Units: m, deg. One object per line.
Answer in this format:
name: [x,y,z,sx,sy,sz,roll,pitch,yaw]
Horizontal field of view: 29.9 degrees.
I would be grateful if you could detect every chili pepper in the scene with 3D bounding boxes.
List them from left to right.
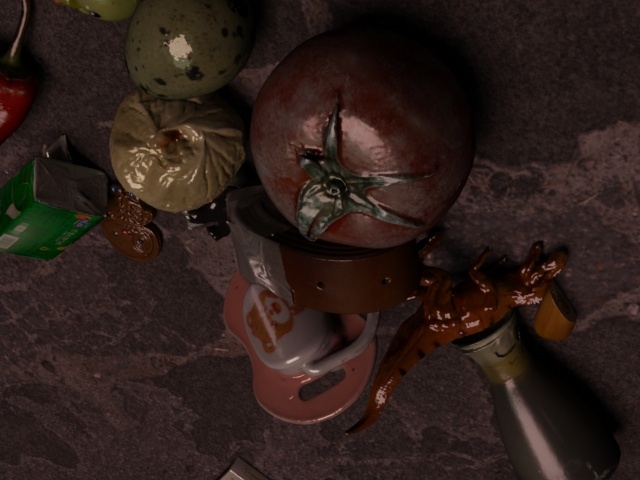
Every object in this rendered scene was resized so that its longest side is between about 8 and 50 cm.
chili pepper: [-0.550,-0.258,2.040,0.134,0.131,0.338,37,135,-16]

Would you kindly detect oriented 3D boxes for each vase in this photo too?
vase: [0.341,0.258,1.941,0.173,0.173,0.321,-20,108,40]

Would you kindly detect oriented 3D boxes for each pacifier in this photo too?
pacifier: [-0.027,0.150,2.007,0.273,0.220,0.332,106,143,-56]

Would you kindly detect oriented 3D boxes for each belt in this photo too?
belt: [0.000,0.000,1.864,0.339,0.217,0.122,20,136,37]

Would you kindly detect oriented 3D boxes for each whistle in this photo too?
whistle: [-0.369,-0.395,1.814,0.294,0.141,0.141,1,127,31]

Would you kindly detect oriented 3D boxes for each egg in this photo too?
egg: [-0.199,-0.295,1.762,0.228,0.177,0.177,-31,107,38]

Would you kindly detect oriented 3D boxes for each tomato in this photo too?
tomato: [0.056,-0.142,1.670,0.317,0.282,0.316,14,133,16]

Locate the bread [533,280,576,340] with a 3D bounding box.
bread: [0.371,0.114,1.869,0.062,0.049,0.103,24,137,11]

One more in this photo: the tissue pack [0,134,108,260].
tissue pack: [-0.499,-0.078,2.166,0.148,0.156,0.209,16,146,-35]

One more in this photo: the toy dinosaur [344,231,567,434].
toy dinosaur: [0.177,0.107,1.877,0.432,0.208,0.097,-37,150,10]

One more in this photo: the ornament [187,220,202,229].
ornament: [-0.211,-0.068,2.065,0.068,0.041,0.092,-5,114,27]

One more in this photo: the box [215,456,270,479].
box: [-0.174,0.533,2.549,0.100,0.048,0.152,39,138,-1]

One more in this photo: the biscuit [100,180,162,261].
biscuit: [-0.349,-0.031,2.186,0.124,0.026,0.175,15,133,19]

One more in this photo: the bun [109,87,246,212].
bun: [-0.227,-0.155,1.865,0.220,0.220,0.134,37,173,-2]

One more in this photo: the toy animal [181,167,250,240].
toy animal: [-0.205,-0.113,1.976,0.121,0.094,0.225,-42,92,4]
